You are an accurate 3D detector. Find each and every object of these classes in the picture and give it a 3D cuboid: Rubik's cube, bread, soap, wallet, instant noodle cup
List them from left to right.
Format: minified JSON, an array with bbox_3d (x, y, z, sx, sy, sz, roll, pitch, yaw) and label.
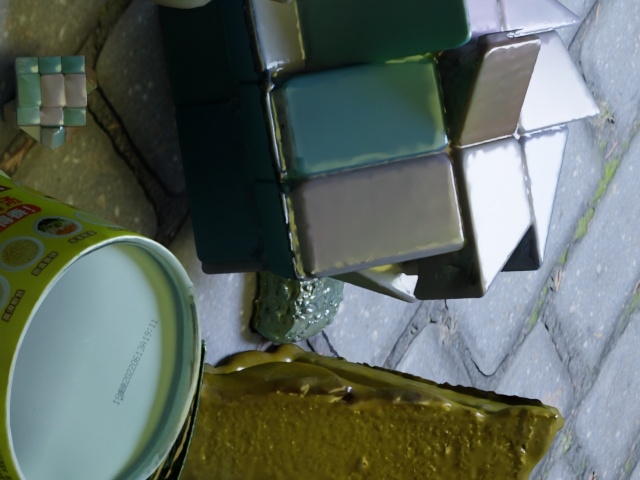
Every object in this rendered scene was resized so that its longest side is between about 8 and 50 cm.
[{"bbox_3d":[-0.257,0.088,1.630,0.311,0.221,0.311,-21,116,-50],"label":"instant noodle cup"},{"bbox_3d":[-0.236,-0.122,1.724,0.073,0.075,0.084,-178,-78,-80],"label":"Rubik's cube"},{"bbox_3d":[-0.166,0.158,1.805,0.055,0.236,0.160,21,83,-19],"label":"wallet"},{"bbox_3d":[0.000,0.000,2.101,0.232,0.064,0.172,-57,142,-29],"label":"bread"},{"bbox_3d":[0.025,0.210,1.964,0.304,0.338,0.169,-12,109,-54],"label":"soap"},{"bbox_3d":[0.050,-0.116,1.876,0.368,0.358,0.387,-15,100,-44],"label":"Rubik's cube"}]

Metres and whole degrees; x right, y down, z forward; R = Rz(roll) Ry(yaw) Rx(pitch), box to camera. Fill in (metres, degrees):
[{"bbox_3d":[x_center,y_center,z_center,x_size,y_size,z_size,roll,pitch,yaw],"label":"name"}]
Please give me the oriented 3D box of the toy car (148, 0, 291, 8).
[{"bbox_3d":[-0.183,-0.303,1.550,0.336,0.226,0.242,3,110,-44],"label":"toy car"}]
